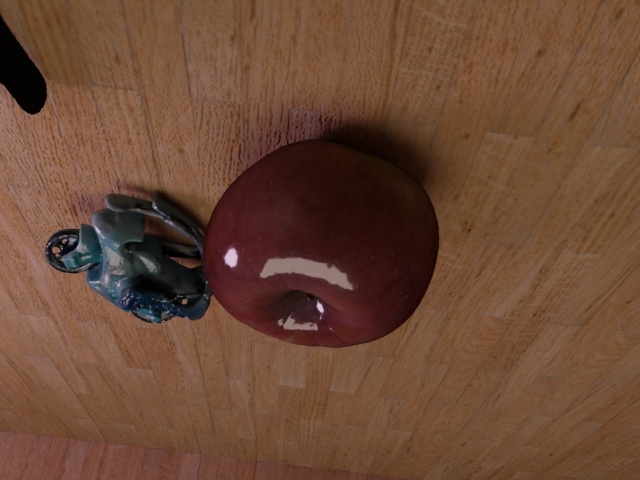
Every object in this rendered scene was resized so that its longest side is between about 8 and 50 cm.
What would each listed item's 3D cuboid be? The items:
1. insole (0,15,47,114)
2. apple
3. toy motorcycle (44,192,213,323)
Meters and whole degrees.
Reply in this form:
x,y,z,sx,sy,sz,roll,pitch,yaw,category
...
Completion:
x,y,z,sx,sy,sz,roll,pitch,yaw,category
-0.370,-0.224,0.792,0.003,0.080,0.232,4,156,14,insole
0.000,0.000,0.932,0.305,0.235,0.306,6,146,4,apple
-0.283,0.031,1.136,0.206,0.154,0.260,-34,130,16,toy motorcycle
